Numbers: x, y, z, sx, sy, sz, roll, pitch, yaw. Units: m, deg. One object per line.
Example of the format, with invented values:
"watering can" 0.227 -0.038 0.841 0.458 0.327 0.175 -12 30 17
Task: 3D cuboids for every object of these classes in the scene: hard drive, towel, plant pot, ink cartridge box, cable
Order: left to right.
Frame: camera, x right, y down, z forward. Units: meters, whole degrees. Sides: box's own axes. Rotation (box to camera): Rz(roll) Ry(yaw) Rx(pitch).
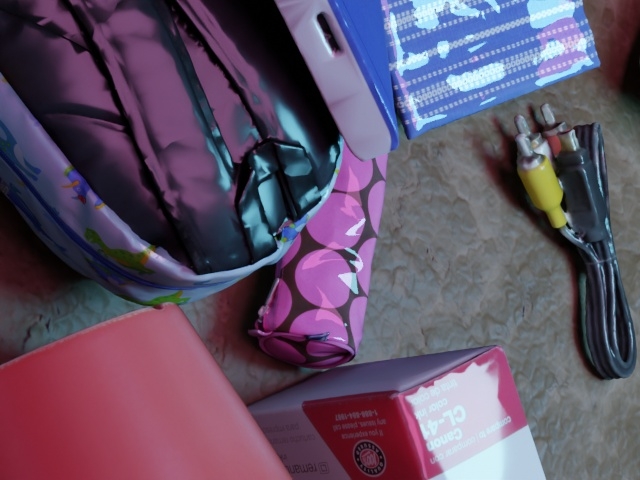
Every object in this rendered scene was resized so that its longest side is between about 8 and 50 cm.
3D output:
"plant pot" -0.139 0.189 1.088 0.275 0.275 0.243 -20 84 -40
"hard drive" -0.003 -0.229 1.211 0.318 0.040 0.210 -93 159 -56
"ink cartridge box" 0.078 0.253 1.262 0.131 0.226 0.306 -19 92 -40
"towel" 0.137 -0.288 1.455 0.243 0.040 0.336 -22 104 -30
"cable" 0.264 -0.004 1.603 0.139 0.072 0.287 -43 121 -55

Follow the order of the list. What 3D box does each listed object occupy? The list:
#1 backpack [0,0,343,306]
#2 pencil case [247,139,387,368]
"backpack" -0.142 -0.124 1.166 0.355 0.273 0.290 47 55 3
"pencil case" 0.000 0.000 1.345 0.098 0.095 0.209 16 67 -18
